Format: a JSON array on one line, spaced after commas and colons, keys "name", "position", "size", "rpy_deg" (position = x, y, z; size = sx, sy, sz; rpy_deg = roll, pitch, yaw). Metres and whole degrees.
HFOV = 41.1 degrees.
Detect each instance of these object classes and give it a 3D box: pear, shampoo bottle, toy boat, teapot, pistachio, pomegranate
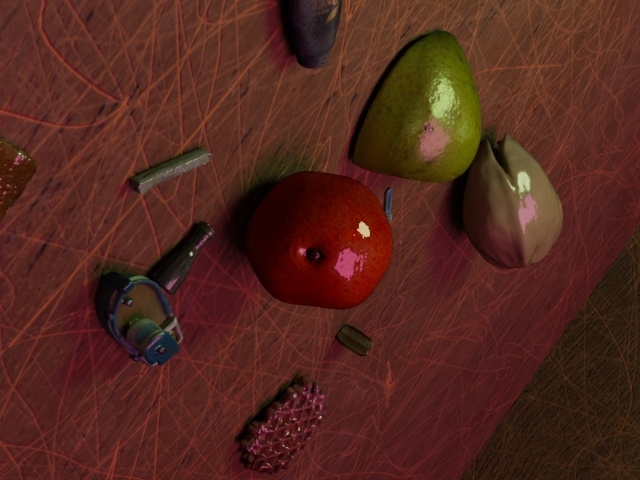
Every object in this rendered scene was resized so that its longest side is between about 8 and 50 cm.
[{"name": "pear", "position": [0.206, -0.228, 1.450], "size": [0.288, 0.139, 0.239], "rpy_deg": [-18, 125, -49]}, {"name": "shampoo bottle", "position": [-0.007, -0.333, 1.104], "size": [0.087, 0.049, 0.233], "rpy_deg": [-31, 143, -32]}, {"name": "toy boat", "position": [-0.237, 0.115, 1.177], "size": [0.088, 0.102, 0.215], "rpy_deg": [-45, 149, -21]}, {"name": "teapot", "position": [-0.191, 0.023, 1.211], "size": [0.110, 0.043, 0.043], "rpy_deg": [-51, 150, -11]}, {"name": "pistachio", "position": [0.400, -0.079, 1.812], "size": [0.226, 0.208, 0.331], "rpy_deg": [-87, 159, -44]}, {"name": "pomegranate", "position": [0.000, 0.000, 1.307], "size": [0.221, 0.221, 0.256], "rpy_deg": [-54, 177, -2]}]

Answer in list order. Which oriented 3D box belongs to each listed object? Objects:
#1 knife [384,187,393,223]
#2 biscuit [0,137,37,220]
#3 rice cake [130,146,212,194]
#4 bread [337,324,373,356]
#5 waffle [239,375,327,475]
[{"name": "knife", "position": [0.129, -0.062, 1.614], "size": [0.027, 0.010, 0.096], "rpy_deg": [-36, 145, -30]}, {"name": "biscuit", "position": [-0.403, -0.012, 0.883], "size": [0.236, 0.026, 0.131], "rpy_deg": [-54, 149, 0]}, {"name": "rice cake", "position": [-0.192, -0.092, 1.108], "size": [0.121, 0.022, 0.021], "rpy_deg": [-31, 143, -36]}, {"name": "bread", "position": [0.065, 0.201, 1.748], "size": [0.062, 0.109, 0.043], "rpy_deg": [31, 89, -17]}, {"name": "waffle", "position": [-0.068, 0.385, 1.739], "size": [0.221, 0.055, 0.234], "rpy_deg": [-43, 149, -19]}]
